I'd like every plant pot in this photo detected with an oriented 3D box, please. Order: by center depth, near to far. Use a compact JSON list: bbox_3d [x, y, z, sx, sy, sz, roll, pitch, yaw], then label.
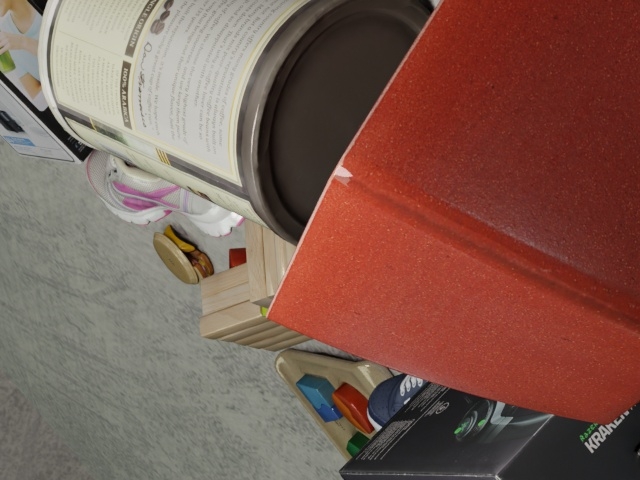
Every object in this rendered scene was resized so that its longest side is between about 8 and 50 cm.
[{"bbox_3d":[0.148,-0.035,1.094,0.235,0.267,0.267,31,157,1],"label":"plant pot"}]

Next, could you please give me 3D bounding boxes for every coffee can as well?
[{"bbox_3d":[-0.063,-0.127,1.353,0.275,0.201,0.201,25,150,43],"label":"coffee can"}]

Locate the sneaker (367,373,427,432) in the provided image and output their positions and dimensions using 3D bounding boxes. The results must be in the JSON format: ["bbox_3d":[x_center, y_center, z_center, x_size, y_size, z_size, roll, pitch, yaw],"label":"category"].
[{"bbox_3d":[0.117,0.119,1.588,0.282,0.099,0.153,0,135,52],"label":"sneaker"}]

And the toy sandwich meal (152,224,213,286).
[{"bbox_3d":[-0.161,0.018,2.017,0.085,0.029,0.085,43,160,19],"label":"toy sandwich meal"}]

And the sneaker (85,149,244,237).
[{"bbox_3d":[-0.164,-0.082,1.733,0.252,0.103,0.111,7,149,49],"label":"sneaker"}]

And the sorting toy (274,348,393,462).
[{"bbox_3d":[0.081,0.251,1.961,0.307,0.041,0.229,53,157,-16],"label":"sorting toy"}]

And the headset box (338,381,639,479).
[{"bbox_3d":[0.188,0.140,1.306,0.131,0.246,0.283,51,157,-10],"label":"headset box"}]

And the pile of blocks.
[{"bbox_3d":[0.000,0.000,1.629,0.362,0.149,0.113,139,130,-59],"label":"pile of blocks"}]

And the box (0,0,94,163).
[{"bbox_3d":[-0.350,-0.210,1.791,0.290,0.087,0.169,48,160,-29],"label":"box"}]
